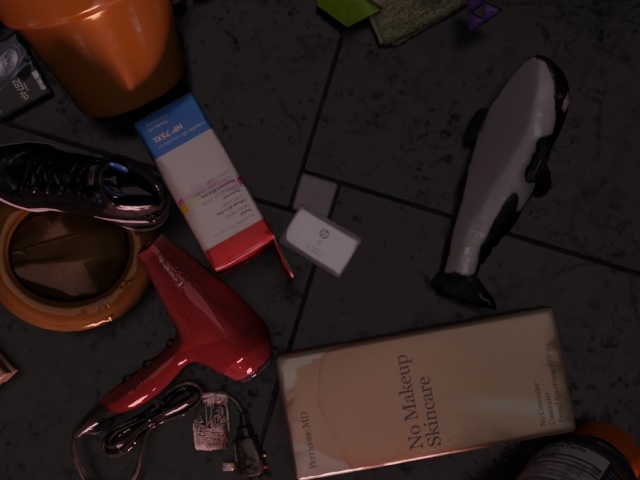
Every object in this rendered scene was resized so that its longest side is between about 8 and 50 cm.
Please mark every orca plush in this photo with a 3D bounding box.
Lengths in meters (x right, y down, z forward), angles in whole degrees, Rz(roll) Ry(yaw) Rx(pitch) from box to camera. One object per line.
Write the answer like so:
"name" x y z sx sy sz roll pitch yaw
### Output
"orca plush" 0.232 -0.059 1.747 0.102 0.151 0.287 17 82 -31

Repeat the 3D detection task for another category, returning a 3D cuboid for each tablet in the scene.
"tablet" 0.000 0.000 1.784 0.083 0.006 0.054 31 86 0

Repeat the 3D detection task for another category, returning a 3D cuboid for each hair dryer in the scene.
"hair dryer" -0.162 0.138 1.702 0.223 0.080 0.294 -2 95 -15

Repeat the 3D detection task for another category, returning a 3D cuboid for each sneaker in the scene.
"sneaker" -0.264 -0.071 1.649 0.216 0.121 0.079 12 78 -7

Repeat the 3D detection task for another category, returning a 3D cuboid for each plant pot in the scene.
"plant pot" -0.243 -0.247 1.697 0.205 0.205 0.188 -23 118 -3

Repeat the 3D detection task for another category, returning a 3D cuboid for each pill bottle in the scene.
"pill bottle" 0.264 0.298 1.662 0.130 0.130 0.245 46 45 2

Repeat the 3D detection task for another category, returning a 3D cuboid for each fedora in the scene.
"fedora" -0.283 0.014 1.740 0.194 0.079 0.194 1 85 -10

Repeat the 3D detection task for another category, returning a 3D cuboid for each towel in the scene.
"towel" 0.113 -0.302 1.795 0.148 0.027 0.110 -28 88 -3

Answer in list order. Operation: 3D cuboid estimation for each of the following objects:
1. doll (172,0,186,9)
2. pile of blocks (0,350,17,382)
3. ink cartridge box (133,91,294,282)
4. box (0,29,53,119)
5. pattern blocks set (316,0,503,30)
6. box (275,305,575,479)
"doll" -0.201 -0.360 1.783 0.129 0.046 0.189 -28 88 -4
"pile of blocks" -0.459 0.033 1.719 0.149 0.112 0.362 -17 86 -2
"ink cartridge box" -0.116 -0.040 1.719 0.078 0.134 0.231 -29 87 -4
"box" -0.360 -0.191 1.782 0.067 0.018 0.083 -29 87 -2
"pattern blocks set" 0.091 -0.374 1.744 0.325 0.026 0.285 42 108 5
"box" 0.112 0.169 1.717 0.311 0.121 0.148 -11 87 -2
